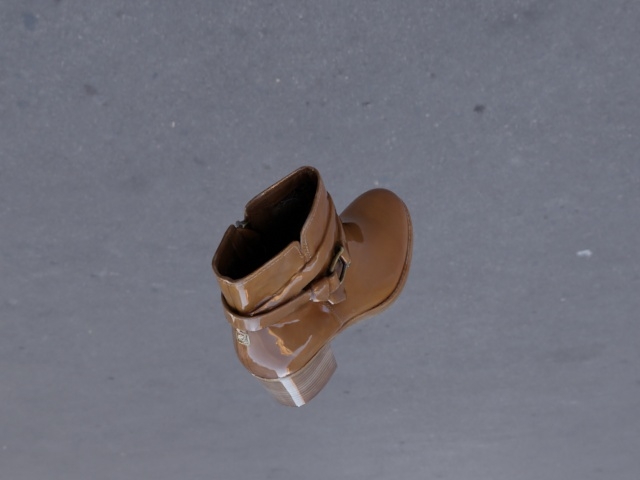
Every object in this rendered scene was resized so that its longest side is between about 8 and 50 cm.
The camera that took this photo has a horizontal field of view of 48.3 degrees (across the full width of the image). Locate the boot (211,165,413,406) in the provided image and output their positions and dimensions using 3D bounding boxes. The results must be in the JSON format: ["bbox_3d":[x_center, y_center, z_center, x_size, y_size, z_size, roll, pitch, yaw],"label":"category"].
[{"bbox_3d":[0.000,0.000,0.690,0.109,0.283,0.220,23,150,29],"label":"boot"}]
